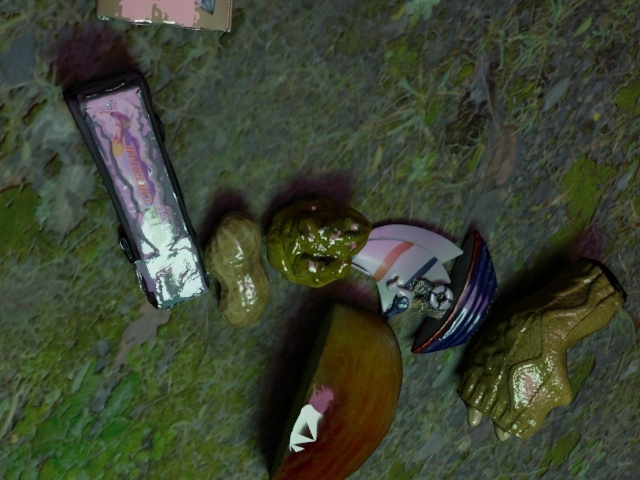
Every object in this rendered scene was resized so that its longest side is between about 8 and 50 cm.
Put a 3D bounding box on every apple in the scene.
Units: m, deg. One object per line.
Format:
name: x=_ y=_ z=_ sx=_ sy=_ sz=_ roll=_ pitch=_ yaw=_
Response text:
apple: x=0.014 y=0.269 z=1.192 sx=0.254 sy=0.179 sz=0.345 roll=11 pitch=105 yaw=-43

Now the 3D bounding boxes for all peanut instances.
peanut: x=-0.122 y=0.047 z=1.111 sx=0.089 sy=0.089 sz=0.192 roll=-15 pitch=113 yaw=-17

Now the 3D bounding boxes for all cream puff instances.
cream puff: x=0.000 y=0.000 z=1.108 sx=0.146 sy=0.116 sz=0.146 roll=4 pitch=82 yaw=-27

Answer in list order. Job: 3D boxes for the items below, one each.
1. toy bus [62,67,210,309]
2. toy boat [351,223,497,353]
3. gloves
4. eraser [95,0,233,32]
toy bus: x=-0.230 y=-0.059 z=0.998 sx=0.113 sy=0.138 sz=0.316 roll=-22 pitch=113 yaw=-12
toy boat: x=0.163 y=0.041 z=1.245 sx=0.219 sy=0.072 sz=0.318 roll=-40 pitch=108 yaw=-2
gloves: x=0.367 y=0.179 z=1.306 sx=0.155 sy=0.203 sz=0.356 roll=37 pitch=87 yaw=-6
eraser: x=-0.185 y=-0.410 z=0.921 sx=0.171 sy=0.087 sz=0.290 roll=-1 pitch=109 yaw=-23
